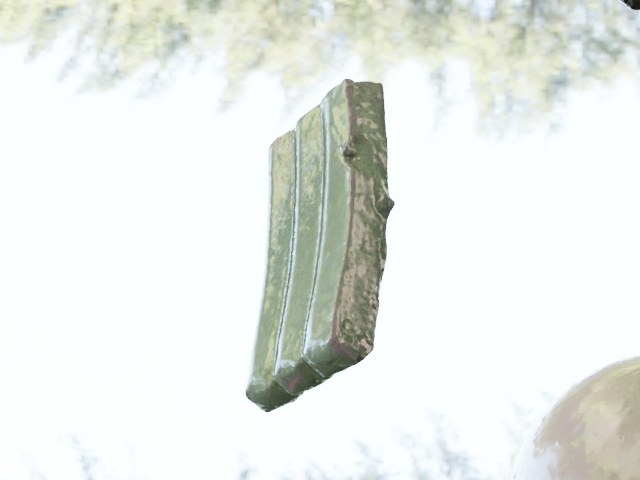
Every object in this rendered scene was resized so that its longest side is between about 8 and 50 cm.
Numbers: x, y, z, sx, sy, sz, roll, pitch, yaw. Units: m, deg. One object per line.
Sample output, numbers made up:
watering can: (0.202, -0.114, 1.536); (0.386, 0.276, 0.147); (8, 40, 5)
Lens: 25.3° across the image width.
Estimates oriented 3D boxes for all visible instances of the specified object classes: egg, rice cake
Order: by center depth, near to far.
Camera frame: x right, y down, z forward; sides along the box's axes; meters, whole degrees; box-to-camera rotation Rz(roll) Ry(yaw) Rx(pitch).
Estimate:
rice cake: (0.000, 0.000, 0.984); (0.043, 0.127, 0.237); (23, -129, -25)
egg: (0.354, 0.277, 1.430); (0.340, 0.354, 0.355); (47, -121, -70)

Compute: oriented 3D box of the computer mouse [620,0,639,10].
computer mouse: (0.342, -0.313, 1.538); (0.057, 0.099, 0.172); (67, -174, -67)
